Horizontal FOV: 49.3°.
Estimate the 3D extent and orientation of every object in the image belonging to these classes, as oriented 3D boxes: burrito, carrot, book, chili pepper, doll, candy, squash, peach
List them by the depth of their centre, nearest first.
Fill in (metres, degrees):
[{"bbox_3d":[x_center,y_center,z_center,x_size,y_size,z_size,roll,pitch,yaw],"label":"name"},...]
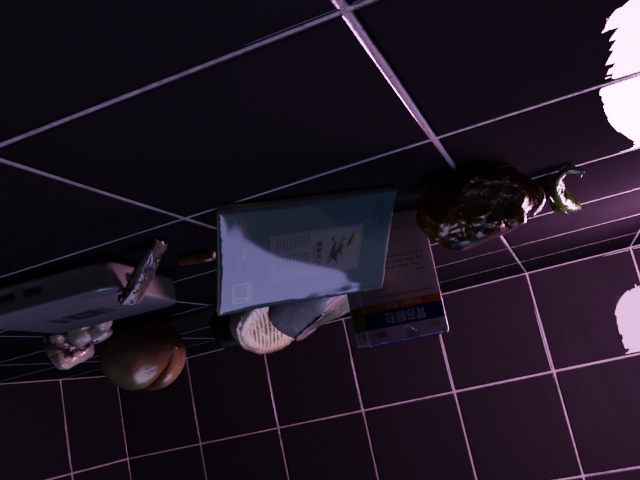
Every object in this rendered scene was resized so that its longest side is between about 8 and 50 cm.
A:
[{"bbox_3d":[-0.029,0.023,1.433,0.379,0.031,0.264,-8,127,-20],"label":"book"},{"bbox_3d":[-0.373,0.066,1.476,0.051,0.042,0.171,5,117,-58],"label":"burrito"},{"bbox_3d":[-0.287,0.040,1.625,0.093,0.032,0.032,-10,169,18],"label":"carrot"},{"bbox_3d":[0.604,-0.112,1.728,0.084,0.076,0.359,10,176,21],"label":"chili pepper"},{"bbox_3d":[0.048,0.115,1.908,0.386,0.186,0.427,-19,168,-34],"label":"candy"},{"bbox_3d":[-0.759,0.314,2.178,0.175,0.149,0.278,30,134,-21],"label":"doll"},{"bbox_3d":[-0.277,0.291,2.415,0.218,0.173,0.218,0,169,0],"label":"squash"},{"bbox_3d":[-0.609,0.393,2.424,0.292,0.247,0.292,-16,141,-14],"label":"peach"}]

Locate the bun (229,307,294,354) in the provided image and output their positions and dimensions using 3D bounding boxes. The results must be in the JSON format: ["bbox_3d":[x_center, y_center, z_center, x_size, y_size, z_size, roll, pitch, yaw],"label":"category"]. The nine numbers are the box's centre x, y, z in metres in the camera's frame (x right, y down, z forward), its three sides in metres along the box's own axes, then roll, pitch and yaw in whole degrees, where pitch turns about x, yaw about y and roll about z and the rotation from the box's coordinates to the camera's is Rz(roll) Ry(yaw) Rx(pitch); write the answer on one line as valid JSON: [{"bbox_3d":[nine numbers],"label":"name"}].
[{"bbox_3d":[-0.170,0.231,2.245,0.287,0.146,0.287,-21,138,-21],"label":"bun"}]

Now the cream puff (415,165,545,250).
[{"bbox_3d":[0.322,-0.063,1.460,0.269,0.155,0.241,-4,166,-40],"label":"cream puff"}]

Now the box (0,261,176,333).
[{"bbox_3d":[-0.575,0.138,1.653,0.373,0.091,0.367,-13,167,10],"label":"box"}]

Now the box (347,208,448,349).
[{"bbox_3d":[0.163,0.089,1.638,0.200,0.300,0.106,-9,170,-15],"label":"box"}]
